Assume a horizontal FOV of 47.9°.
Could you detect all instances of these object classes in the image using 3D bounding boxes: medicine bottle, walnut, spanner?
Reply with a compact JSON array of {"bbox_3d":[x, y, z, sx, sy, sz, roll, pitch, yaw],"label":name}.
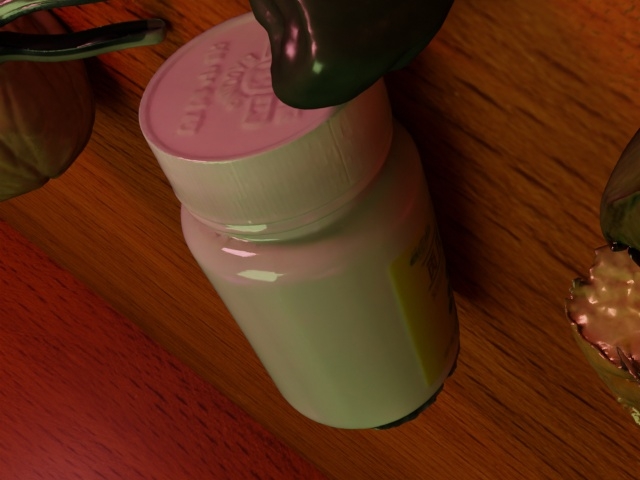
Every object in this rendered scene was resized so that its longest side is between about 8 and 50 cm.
[{"bbox_3d":[0.000,0.000,0.658,0.213,0.213,0.379,23,152,35],"label":"medicine bottle"},{"bbox_3d":[-0.447,-0.201,0.926,0.252,0.277,0.313,-33,101,27],"label":"walnut"},{"bbox_3d":[-0.326,-0.219,0.748,0.324,0.040,0.096,-8,140,5],"label":"spanner"}]

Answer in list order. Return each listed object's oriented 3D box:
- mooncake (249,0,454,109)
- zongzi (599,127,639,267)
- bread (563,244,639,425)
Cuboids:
[{"bbox_3d":[-0.006,-0.166,0.436,0.168,0.175,0.104,3,165,-24],"label":"mooncake"},{"bbox_3d":[0.304,-0.002,0.299,0.300,0.138,0.286,36,159,7],"label":"zongzi"},{"bbox_3d":[0.295,0.079,0.438,0.260,0.160,0.147,13,153,42],"label":"bread"}]
